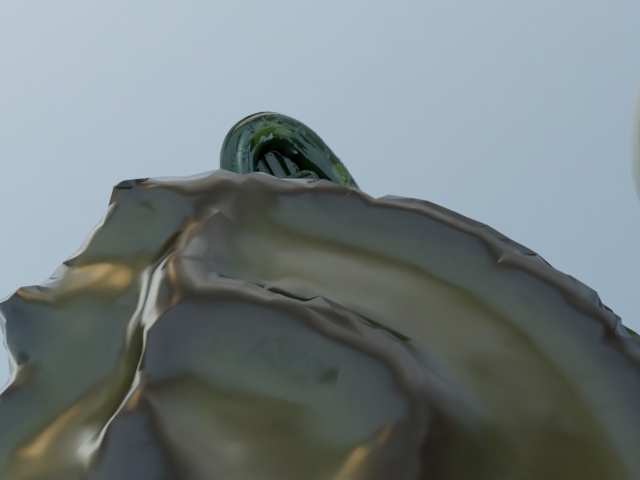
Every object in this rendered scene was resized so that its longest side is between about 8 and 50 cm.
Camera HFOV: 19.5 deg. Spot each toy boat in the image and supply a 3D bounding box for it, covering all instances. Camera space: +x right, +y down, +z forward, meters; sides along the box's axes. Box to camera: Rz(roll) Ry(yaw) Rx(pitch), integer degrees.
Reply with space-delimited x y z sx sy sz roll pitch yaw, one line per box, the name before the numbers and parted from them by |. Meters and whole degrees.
toy boat | 0.000 0.000 1.289 0.210 0.104 0.052 59 -28 18

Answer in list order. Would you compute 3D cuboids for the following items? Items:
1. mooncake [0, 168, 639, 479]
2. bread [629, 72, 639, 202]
mooncake | -0.038 0.165 0.654 0.393 0.246 0.394 -17 -138 -12
bread | 0.322 -0.126 1.181 0.160 0.333 0.333 24 -86 24
